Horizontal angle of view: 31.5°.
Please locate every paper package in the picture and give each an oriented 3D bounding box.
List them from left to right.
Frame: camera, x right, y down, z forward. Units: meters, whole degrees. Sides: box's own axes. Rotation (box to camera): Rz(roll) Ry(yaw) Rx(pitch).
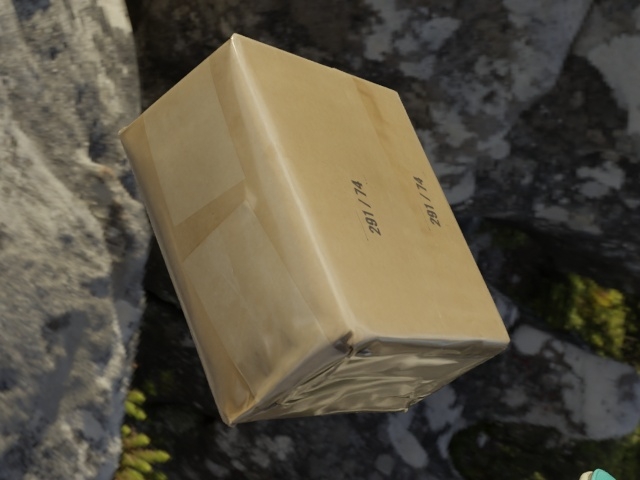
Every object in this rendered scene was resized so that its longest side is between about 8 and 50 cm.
[{"bbox_3d":[0.000,0.000,1.106,0.309,0.168,0.324,9,52,-54],"label":"paper package"}]

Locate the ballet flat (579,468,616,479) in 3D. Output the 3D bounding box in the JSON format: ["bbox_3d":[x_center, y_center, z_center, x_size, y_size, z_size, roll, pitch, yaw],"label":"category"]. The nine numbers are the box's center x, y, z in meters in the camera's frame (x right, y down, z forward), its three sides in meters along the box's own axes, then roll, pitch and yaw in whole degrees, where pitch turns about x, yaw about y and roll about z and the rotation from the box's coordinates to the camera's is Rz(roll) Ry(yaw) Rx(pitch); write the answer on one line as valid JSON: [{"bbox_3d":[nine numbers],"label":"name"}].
[{"bbox_3d":[0.302,0.333,1.299,0.248,0.086,0.086,-6,102,-69],"label":"ballet flat"}]
